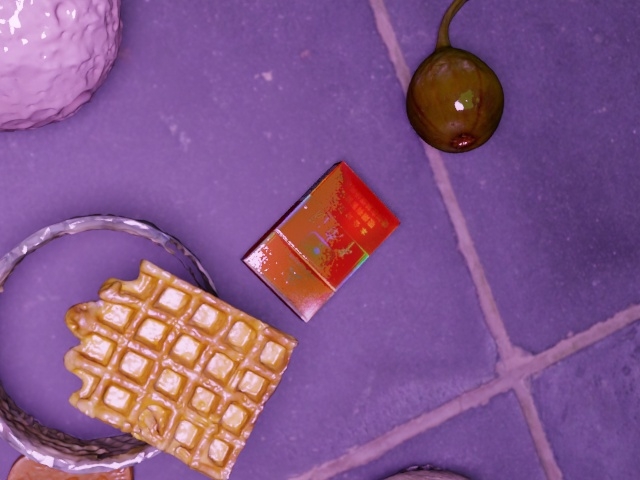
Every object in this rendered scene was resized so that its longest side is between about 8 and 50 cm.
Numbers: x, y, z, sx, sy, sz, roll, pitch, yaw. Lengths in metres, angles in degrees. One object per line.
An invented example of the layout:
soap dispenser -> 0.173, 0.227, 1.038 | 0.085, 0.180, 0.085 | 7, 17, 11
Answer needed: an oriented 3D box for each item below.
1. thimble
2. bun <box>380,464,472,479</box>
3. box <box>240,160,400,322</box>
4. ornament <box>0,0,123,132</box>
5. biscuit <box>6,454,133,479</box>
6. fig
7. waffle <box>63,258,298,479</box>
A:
thimble -> -0.234, 0.100, 0.801 | 0.270, 0.150, 0.271 | 0, 91, -15
bun -> 0.127, 0.403, 0.899 | 0.239, 0.141, 0.239 | 0, 90, -18
box -> 0.000, 0.000, 0.914 | 0.112, 0.048, 0.175 | 45, 80, -11
ornament -> -0.327, -0.240, 0.739 | 0.259, 0.225, 0.260 | 0, 91, -14
biscuit -> -0.291, 0.293, 0.853 | 0.140, 0.023, 0.118 | 12, 88, -15
fig -> 0.170, -0.227, 0.937 | 0.124, 0.124, 0.237 | 7, 70, -14
waffle -> -0.150, 0.119, 0.716 | 0.210, 0.055, 0.161 | 29, 83, -14
